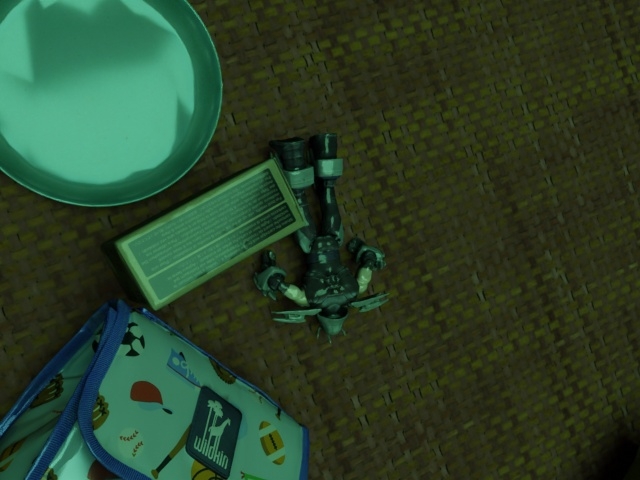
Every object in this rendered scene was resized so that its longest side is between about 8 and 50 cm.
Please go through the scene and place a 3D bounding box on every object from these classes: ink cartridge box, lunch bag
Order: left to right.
[{"bbox_3d":[-0.210,0.303,0.807,0.328,0.239,0.385,43,66,-28],"label":"lunch bag"},{"bbox_3d":[-0.147,-0.006,0.853,0.193,0.235,0.088,-30,98,-18],"label":"ink cartridge box"}]

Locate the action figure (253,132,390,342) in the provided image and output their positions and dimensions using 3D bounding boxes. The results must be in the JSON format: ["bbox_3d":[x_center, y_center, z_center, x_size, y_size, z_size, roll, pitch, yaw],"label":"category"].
[{"bbox_3d":[0.000,0.000,0.986,0.186,0.099,0.284,-10,95,-28],"label":"action figure"}]

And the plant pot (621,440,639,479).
[{"bbox_3d":[0.556,0.486,1.060,0.367,0.366,0.352,31,67,-17],"label":"plant pot"}]

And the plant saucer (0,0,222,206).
[{"bbox_3d":[-0.284,-0.199,0.912,0.318,0.044,0.317,1,88,-20],"label":"plant saucer"}]
